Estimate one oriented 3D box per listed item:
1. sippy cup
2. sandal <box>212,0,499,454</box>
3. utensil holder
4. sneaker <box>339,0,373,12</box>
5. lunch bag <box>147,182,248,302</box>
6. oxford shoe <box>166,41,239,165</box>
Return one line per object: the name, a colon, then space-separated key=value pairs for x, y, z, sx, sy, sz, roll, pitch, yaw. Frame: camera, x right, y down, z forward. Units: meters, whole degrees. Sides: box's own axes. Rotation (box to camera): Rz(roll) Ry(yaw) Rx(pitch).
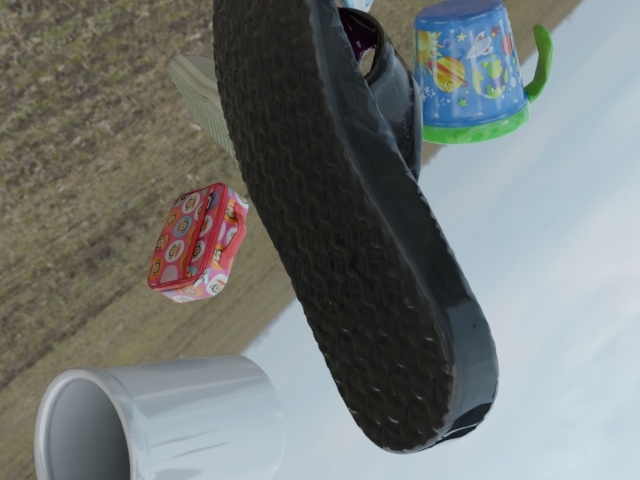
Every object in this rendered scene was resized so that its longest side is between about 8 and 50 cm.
sippy cup: x=0.269 y=-0.327 z=1.413 sx=0.240 sy=0.224 sz=0.305 roll=13 pitch=-142 yaw=39
sandal: x=0.020 y=-0.062 z=0.582 sx=0.107 sy=0.445 sz=0.167 roll=-7 pitch=159 yaw=-36
utensil holder: x=-0.304 y=0.393 z=1.490 sx=0.385 sy=0.327 sz=0.327 roll=1 pitch=140 yaw=-48
sneaker: x=0.116 y=-0.477 z=1.266 sx=0.208 sy=0.127 sz=0.319 roll=-27 pitch=-178 yaw=2
lunch bag: x=-0.292 y=0.005 z=1.893 sx=0.258 sy=0.120 sz=0.293 roll=-12 pitch=-126 yaw=38
oxford shoe: x=-0.091 y=-0.180 z=1.077 sx=0.130 sy=0.449 sz=0.169 roll=-32 pitch=132 yaw=-9
